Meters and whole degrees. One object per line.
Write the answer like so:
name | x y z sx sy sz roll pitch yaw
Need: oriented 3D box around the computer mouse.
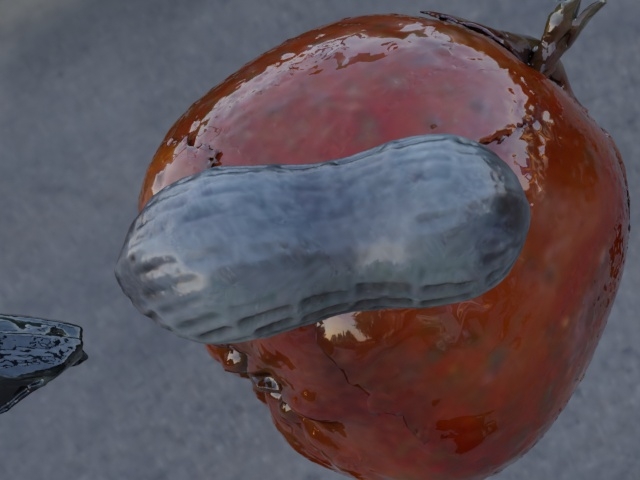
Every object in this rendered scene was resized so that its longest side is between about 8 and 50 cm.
computer mouse | -0.248 0.080 0.996 0.192 0.062 0.106 -18 20 -5

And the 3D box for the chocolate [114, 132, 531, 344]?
chocolate | 0.000 0.000 0.616 0.167 0.072 0.072 -8 38 2

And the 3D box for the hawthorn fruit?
hawthorn fruit | 0.060 -0.020 0.878 0.307 0.276 0.276 -46 37 1
